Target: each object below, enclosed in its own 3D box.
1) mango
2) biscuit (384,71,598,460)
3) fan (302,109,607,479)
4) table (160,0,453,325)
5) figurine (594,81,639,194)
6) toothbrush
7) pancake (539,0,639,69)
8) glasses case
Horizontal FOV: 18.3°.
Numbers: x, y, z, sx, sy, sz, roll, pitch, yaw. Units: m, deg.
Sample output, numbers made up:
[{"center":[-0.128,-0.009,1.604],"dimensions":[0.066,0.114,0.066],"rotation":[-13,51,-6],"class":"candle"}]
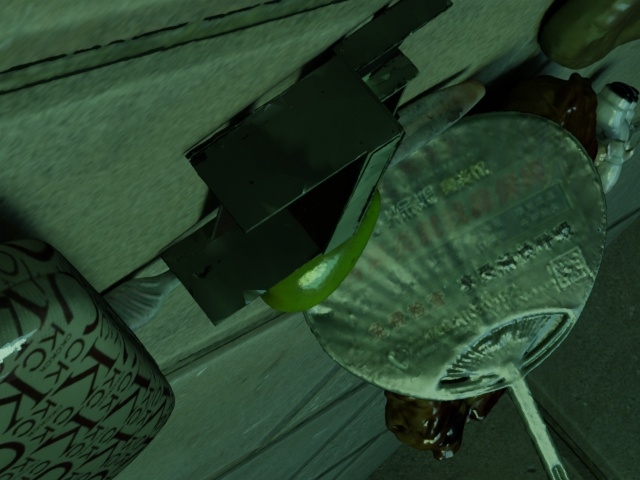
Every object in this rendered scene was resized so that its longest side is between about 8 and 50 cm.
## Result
[{"center":[0.000,0.000,1.302],"dimensions":[0.108,0.056,0.073],"rotation":[-51,175,-16],"class":"mango"},{"center":[0.124,0.015,1.546],"dimensions":[0.289,0.081,0.334],"rotation":[-52,159,-39],"class":"biscuit"},{"center":[0.130,0.030,1.389],"dimensions":[0.223,0.294,0.012],"rotation":[-55,-158,6],"class":"fan"},{"center":[0.001,-0.045,1.089],"dimensions":[0.175,0.062,0.146],"rotation":[-35,168,-20],"class":"table"},{"center":[0.209,-0.044,1.781],"dimensions":[0.229,0.112,0.137],"rotation":[-59,173,17],"class":"figurine"},{"center":[-0.014,-0.024,1.215],"dimensions":[0.375,0.028,0.037],"rotation":[-34,173,-38],"class":"toothbrush"},{"center":[0.279,-0.222,1.427],"dimensions":[0.294,0.049,0.294],"rotation":[-41,172,-7],"class":"pancake"},{"center":[-0.150,0.081,0.961],"dimensions":[0.137,0.085,0.354],"rotation":[-35,167,-5],"class":"glasses case"}]
